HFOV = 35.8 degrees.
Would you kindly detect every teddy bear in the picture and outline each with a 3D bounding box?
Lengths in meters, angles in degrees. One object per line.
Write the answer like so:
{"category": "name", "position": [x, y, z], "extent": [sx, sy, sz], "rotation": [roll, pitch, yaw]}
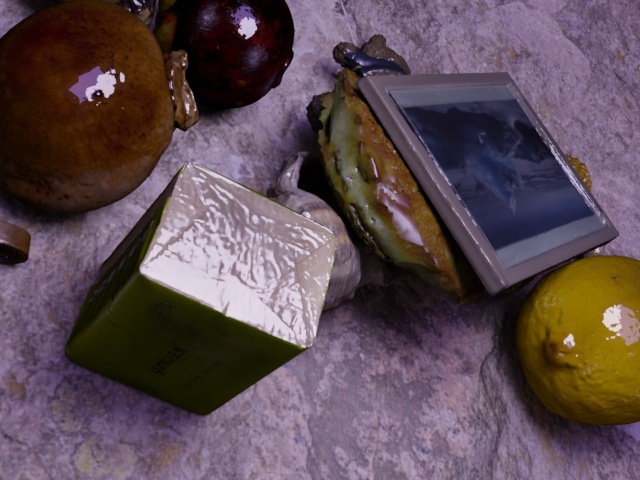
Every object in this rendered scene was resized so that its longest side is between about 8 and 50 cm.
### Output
{"category": "teddy bear", "position": [0.086, -0.215, 1.507], "extent": [0.182, 0.129, 0.251], "rotation": [63, 36, -37]}

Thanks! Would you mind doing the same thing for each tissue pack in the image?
{"category": "tissue pack", "position": [-0.140, 0.068, 1.124], "extent": [0.200, 0.274, 0.167], "rotation": [27, 55, -17]}

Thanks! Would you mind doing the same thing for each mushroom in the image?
{"category": "mushroom", "position": [-0.284, -0.175, 1.221], "extent": [0.283, 0.195, 0.263], "rotation": [-16, 69, -36]}

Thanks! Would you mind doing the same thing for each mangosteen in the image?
{"category": "mangosteen", "position": [-0.134, -0.282, 1.370], "extent": [0.209, 0.210, 0.210], "rotation": [14, 59, -24]}

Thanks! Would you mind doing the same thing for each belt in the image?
{"category": "belt", "position": [-0.380, -0.002, 1.154], "extent": [0.083, 0.059, 0.036], "rotation": [14, 59, -24]}

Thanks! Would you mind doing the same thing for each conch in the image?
{"category": "conch", "position": [-0.014, 0.009, 1.317], "extent": [0.291, 0.159, 0.210], "rotation": [24, 33, -51]}

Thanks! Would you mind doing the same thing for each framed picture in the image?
{"category": "framed picture", "position": [0.255, -0.104, 1.401], "extent": [0.446, 0.028, 0.326], "rotation": [-15, 70, -55]}

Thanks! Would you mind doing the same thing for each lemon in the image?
{"category": "lemon", "position": [0.414, 0.144, 1.435], "extent": [0.284, 0.260, 0.261], "rotation": [-30, 83, -38]}

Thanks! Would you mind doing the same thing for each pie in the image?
{"category": "pie", "position": [0.111, -0.063, 1.331], "extent": [0.355, 0.103, 0.288], "rotation": [63, 21, 13]}

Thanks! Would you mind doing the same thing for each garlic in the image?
{"category": "garlic", "position": [0.457, 0.019, 1.662], "extent": [0.041, 0.053, 0.083], "rotation": [1, 59, 20]}

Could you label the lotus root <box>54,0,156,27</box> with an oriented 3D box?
{"category": "lotus root", "position": [-0.334, -0.393, 1.324], "extent": [0.314, 0.169, 0.141], "rotation": [42, 92, -2]}

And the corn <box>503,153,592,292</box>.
{"category": "corn", "position": [0.347, -0.024, 1.586], "extent": [0.102, 0.102, 0.313], "rotation": [44, 55, -4]}
